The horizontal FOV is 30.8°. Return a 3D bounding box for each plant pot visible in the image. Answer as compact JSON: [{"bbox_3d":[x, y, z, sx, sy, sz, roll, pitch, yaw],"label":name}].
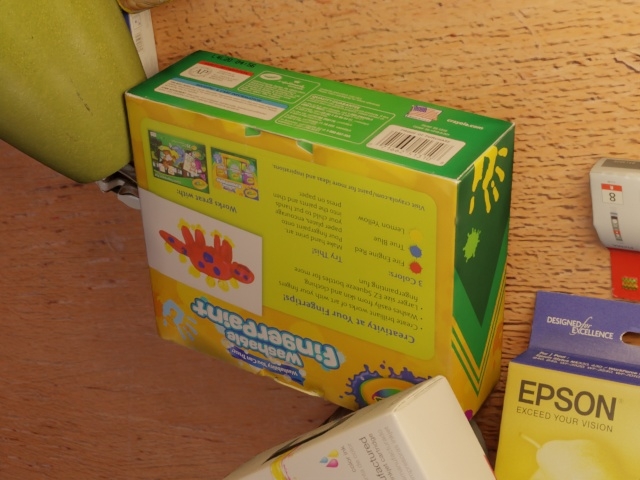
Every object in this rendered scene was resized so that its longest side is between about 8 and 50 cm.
[{"bbox_3d":[-0.336,-0.218,1.413,0.274,0.275,0.293,-7,131,40],"label":"plant pot"}]

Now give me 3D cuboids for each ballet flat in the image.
[{"bbox_3d":[-0.283,-0.083,1.655,0.168,0.052,0.057,25,132,22],"label":"ballet flat"}]

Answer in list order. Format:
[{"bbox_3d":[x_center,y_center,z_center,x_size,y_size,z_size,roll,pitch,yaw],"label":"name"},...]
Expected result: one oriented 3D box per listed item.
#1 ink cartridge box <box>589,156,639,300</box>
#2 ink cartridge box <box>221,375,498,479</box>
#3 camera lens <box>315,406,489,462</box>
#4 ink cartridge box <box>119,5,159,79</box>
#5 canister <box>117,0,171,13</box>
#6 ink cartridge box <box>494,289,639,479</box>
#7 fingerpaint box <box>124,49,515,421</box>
[{"bbox_3d":[0.364,0.003,1.234,0.145,0.045,0.179,8,121,33],"label":"ink cartridge box"},{"bbox_3d":[0.050,0.320,1.333,0.306,0.131,0.226,-30,86,33],"label":"ink cartridge box"},{"bbox_3d":[0.070,0.331,1.556,0.219,0.219,0.274,44,135,4],"label":"camera lens"},{"bbox_3d":[-0.266,-0.232,1.544,0.097,0.046,0.207,15,127,28],"label":"ink cartridge box"},{"bbox_3d":[-0.184,-0.346,1.386,0.169,0.073,0.126,-7,114,42],"label":"canister"},{"bbox_3d":[0.345,0.225,1.275,0.303,0.072,0.307,7,92,33],"label":"ink cartridge box"},{"bbox_3d":[0.000,0.000,1.421,0.444,0.163,0.371,17,127,28],"label":"fingerpaint box"}]
